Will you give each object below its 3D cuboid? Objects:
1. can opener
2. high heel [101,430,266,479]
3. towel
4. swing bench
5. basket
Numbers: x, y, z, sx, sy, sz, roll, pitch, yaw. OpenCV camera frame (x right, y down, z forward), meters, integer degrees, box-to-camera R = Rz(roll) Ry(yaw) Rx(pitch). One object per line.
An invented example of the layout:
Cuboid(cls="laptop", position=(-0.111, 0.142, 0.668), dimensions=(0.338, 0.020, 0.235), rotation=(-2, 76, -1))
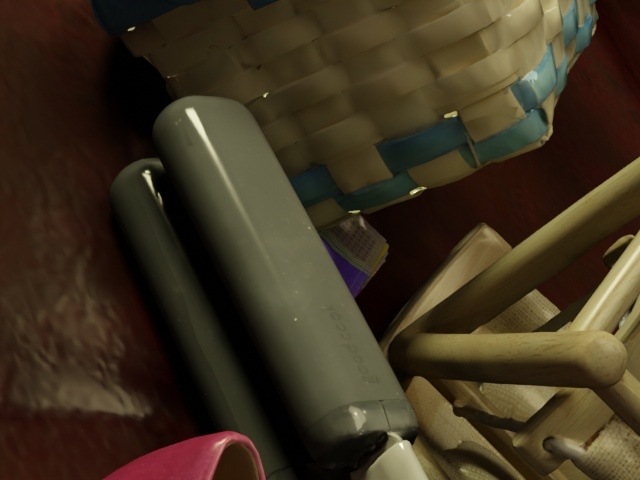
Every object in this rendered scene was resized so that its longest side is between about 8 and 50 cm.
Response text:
Cuboid(cls="can opener", position=(-0.019, 0.069, 0.649), dimensions=(0.095, 0.076, 0.283), rotation=(0, 51, -42))
Cuboid(cls="high heel", position=(-0.022, 0.174, 0.476), dimensions=(0.082, 0.117, 0.244), rotation=(17, 41, -44))
Cuboid(cls="towel", position=(0.000, 0.000, 0.825), dimensions=(0.060, 0.009, 0.083), rotation=(47, 29, -4))
Cuboid(cls="swing bench", position=(0.160, 0.102, 0.719), dimensions=(0.253, 0.255, 0.165), rotation=(45, 61, -6))
Cuboid(cls="basket", position=(-0.004, -0.166, 0.799), dimensions=(0.289, 0.201, 0.255), rotation=(66, 25, -14))
